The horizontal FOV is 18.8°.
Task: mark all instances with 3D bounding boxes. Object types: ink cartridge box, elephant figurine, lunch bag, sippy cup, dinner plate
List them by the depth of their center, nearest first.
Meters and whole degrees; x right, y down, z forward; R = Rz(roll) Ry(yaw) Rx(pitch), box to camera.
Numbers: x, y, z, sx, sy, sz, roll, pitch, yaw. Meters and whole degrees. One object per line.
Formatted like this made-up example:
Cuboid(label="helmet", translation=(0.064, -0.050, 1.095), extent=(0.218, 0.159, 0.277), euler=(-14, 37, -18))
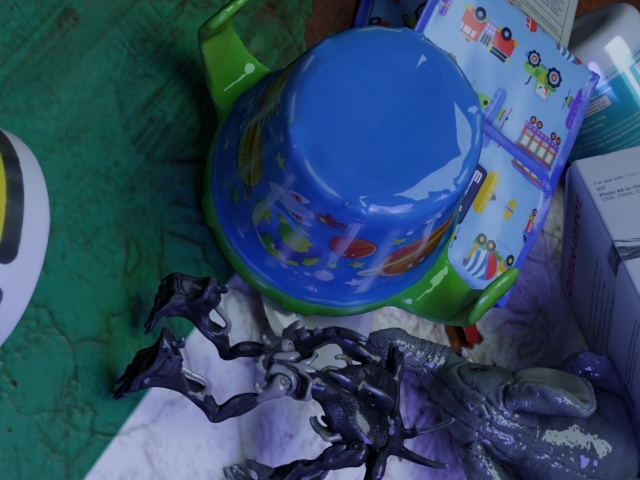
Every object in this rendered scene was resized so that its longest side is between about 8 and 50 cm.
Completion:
Cuboid(label="sippy cup", translation=(0.030, -0.070, 1.629), extent=(0.305, 0.224, 0.240), euler=(13, 73, -8))
Cuboid(label="dinner plate", translation=(0.002, 0.047, 1.746), extent=(0.141, 0.017, 0.141), euler=(17, 64, -40))
Cuboid(label="elephant figurine", translation=(0.178, 0.173, 1.806), extent=(0.239, 0.186, 0.169), euler=(17, 70, -46))
Cuboid(label="lunch bag", translation=(0.117, -0.088, 1.861), extent=(0.221, 0.138, 0.293), euler=(35, 60, -29))
Cuboid(label="ink cartridge box", translation=(0.338, 0.076, 1.876), extent=(0.121, 0.211, 0.289), euler=(-14, 53, -8))

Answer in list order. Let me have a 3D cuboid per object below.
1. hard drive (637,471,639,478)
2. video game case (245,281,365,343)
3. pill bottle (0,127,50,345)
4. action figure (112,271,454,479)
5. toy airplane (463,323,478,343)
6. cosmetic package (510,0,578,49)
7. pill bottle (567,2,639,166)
Cuboid(label="hard drive", translation=(0.355, 0.284, 1.909), extent=(0.064, 0.237, 0.339), euler=(84, 17, -57))
Cuboid(label="video game case", translation=(0.000, 0.000, 1.784), extent=(0.143, 0.019, 0.157), euler=(32, 55, -34))
Cuboid(label="pill bottle", translation=(-0.367, -0.030, 1.304), extent=(0.334, 0.188, 0.188), euler=(20, 63, -40))
Cuboid(label="action figure", translation=(-0.029, 0.132, 1.629), extent=(0.276, 0.141, 0.164), euler=(28, 55, -18))
Cuboid(label="toy airplane", translation=(0.121, 0.028, 1.889), extent=(0.151, 0.028, 0.151), euler=(19, 62, -40))
Cuboid(label="cosmetic package", translation=(0.196, -0.335, 2.026), extent=(0.160, 0.113, 0.309), euler=(38, 52, -30))
Cuboid(label="pill bottle", translation=(0.332, -0.110, 2.063), extent=(0.264, 0.146, 0.146), euler=(57, 45, -15))
